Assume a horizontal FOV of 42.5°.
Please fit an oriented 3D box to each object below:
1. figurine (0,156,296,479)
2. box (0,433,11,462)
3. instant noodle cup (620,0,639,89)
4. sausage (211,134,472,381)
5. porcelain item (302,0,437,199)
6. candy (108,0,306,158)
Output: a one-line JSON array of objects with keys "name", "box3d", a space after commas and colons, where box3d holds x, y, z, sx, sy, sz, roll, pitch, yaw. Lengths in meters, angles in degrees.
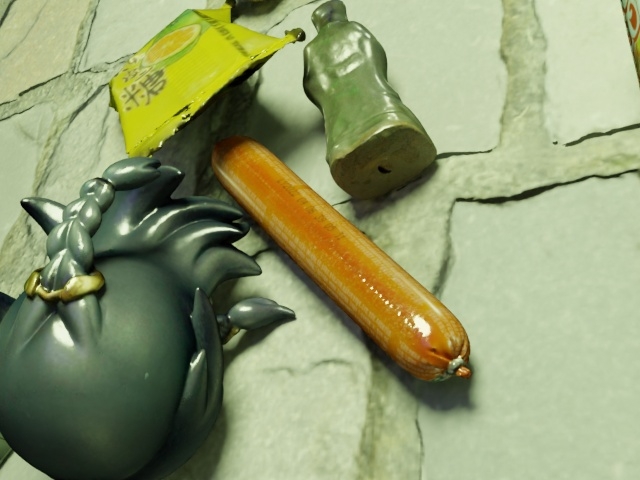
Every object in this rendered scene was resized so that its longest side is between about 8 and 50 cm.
[{"name": "figurine", "box3d": [-0.149, 0.053, 0.629, 0.175, 0.197, 0.265, -28, 54, 33]}, {"name": "box", "box3d": [-0.392, 0.166, 0.764, 0.225, 0.086, 0.129, 30, 78, 43]}, {"name": "instant noodle cup", "box3d": [0.261, -0.107, 0.464, 0.193, 0.193, 0.212, -8, 65, 29]}, {"name": "sausage", "box3d": [0.000, 0.000, 0.637, 0.053, 0.053, 0.348, -45, 47, -1]}, {"name": "porcelain item", "box3d": [0.024, -0.134, 0.702, 0.081, 0.069, 0.216, -32, 48, 17]}, {"name": "candy", "box3d": [-0.126, -0.165, 0.790, 0.187, 0.081, 0.297, -39, 25, -3]}]
